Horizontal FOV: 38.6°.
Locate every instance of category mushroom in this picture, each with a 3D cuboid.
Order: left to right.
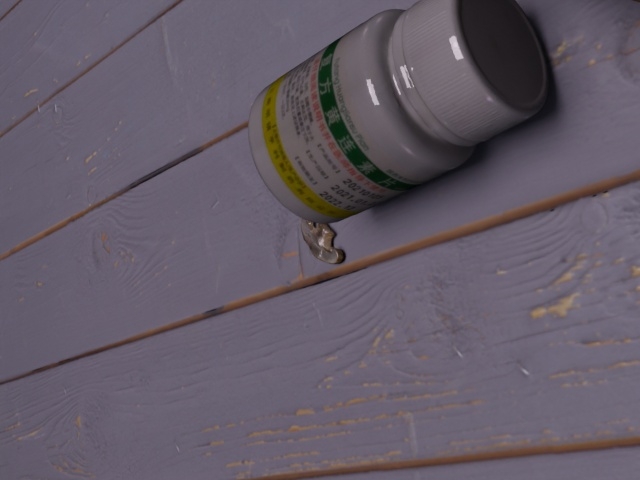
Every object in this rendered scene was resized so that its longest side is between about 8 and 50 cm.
[{"bbox_3d":[0.000,0.000,1.344,0.101,0.019,0.049,47,120,35],"label":"mushroom"}]

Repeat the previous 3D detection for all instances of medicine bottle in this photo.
[{"bbox_3d":[0.089,-0.167,1.124,0.340,0.208,0.208,-25,72,43],"label":"medicine bottle"}]

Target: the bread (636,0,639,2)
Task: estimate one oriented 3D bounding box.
[{"bbox_3d":[0.322,-0.398,0.860,0.376,0.253,0.347,29,106,42],"label":"bread"}]
